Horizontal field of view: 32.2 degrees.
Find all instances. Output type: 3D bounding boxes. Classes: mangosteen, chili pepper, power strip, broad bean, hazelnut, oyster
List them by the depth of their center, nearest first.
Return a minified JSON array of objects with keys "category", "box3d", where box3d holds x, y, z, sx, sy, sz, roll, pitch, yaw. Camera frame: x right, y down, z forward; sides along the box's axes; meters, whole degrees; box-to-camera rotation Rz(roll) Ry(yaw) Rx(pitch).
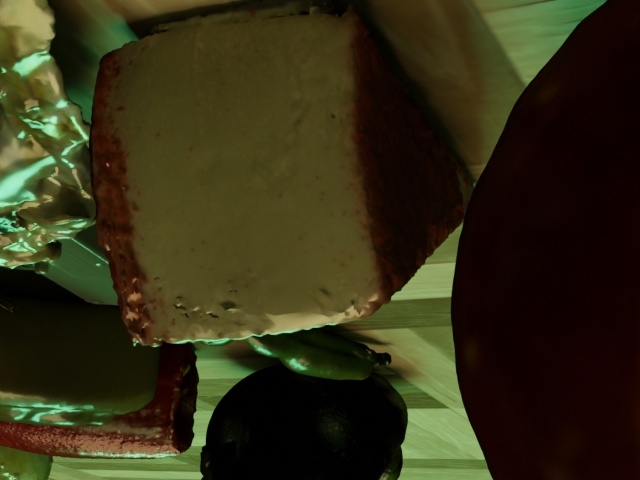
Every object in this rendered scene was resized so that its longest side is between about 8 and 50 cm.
[{"category":"hazelnut","box3d":[0.258,0.043,0.436,0.409,0.359,0.359,8,161,19]},{"category":"oyster","box3d":[-0.227,-0.088,0.580,0.201,0.107,0.354,-13,148,-6]},{"category":"power strip","box3d":[-0.217,0.006,0.857,0.145,0.061,0.215,2,159,23]},{"category":"broad bean","box3d":[-0.023,0.103,1.077,0.213,0.048,0.070,17,156,-26]},{"category":"chili pepper","box3d":[-0.304,0.164,1.193,0.338,0.134,0.131,2,-178,0]},{"category":"mangosteen","box3d":[-0.018,0.239,1.229,0.243,0.243,0.243,5,160,2]}]

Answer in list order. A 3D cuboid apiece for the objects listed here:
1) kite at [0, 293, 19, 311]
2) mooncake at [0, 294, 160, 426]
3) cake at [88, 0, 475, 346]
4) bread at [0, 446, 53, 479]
[{"category":"kite","box3d":[-0.309,0.011,0.862,0.183,0.014,0.241,26,177,26]},{"category":"mooncake","box3d":[-0.269,0.108,1.016,0.235,0.117,0.235,7,176,0]},{"category":"cake","box3d":[0.000,0.000,0.639,0.158,0.159,0.262,-7,157,24]},{"category":"bread","box3d":[-0.460,0.287,1.469,0.192,0.171,0.314,41,150,-18]}]
